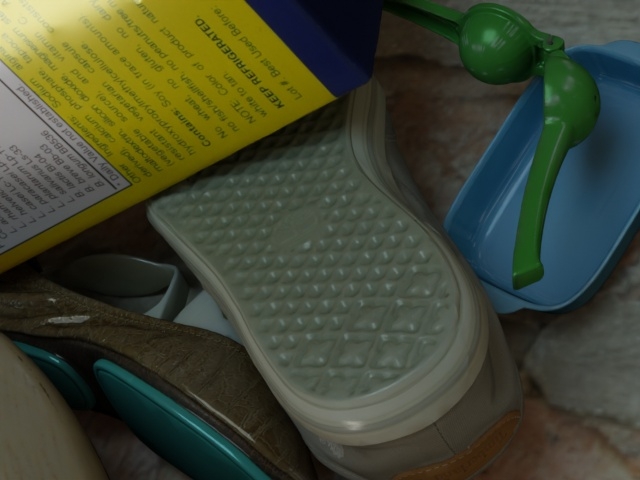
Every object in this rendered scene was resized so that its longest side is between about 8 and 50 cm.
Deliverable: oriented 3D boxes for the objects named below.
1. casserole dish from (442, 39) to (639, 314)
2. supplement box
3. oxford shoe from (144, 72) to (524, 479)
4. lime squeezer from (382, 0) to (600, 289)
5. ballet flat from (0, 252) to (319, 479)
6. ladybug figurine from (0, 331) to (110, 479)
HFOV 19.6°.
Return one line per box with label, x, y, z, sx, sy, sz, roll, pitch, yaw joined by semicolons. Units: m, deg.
casserole dish;0.152;-0.033;1.119;0.114;0.037;0.188;27;80;37
supplement box;-0.156;-0.147;1.150;0.356;0.194;0.195;-25;36;28
oxford shoe;0.000;0.000;1.129;0.169;0.130;0.449;-33;36;3
lime squeezer;0.100;-0.090;1.114;0.110;0.059;0.310;-32;48;1
ballet flat;-0.111;0.071;1.188;0.342;0.116;0.124;16;57;39
ladybug figurine;-0.226;0.238;1.104;0.305;0.162;0.449;-25;61;19
